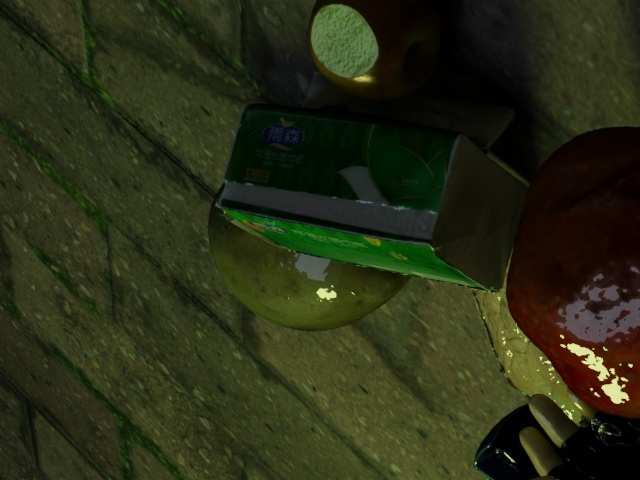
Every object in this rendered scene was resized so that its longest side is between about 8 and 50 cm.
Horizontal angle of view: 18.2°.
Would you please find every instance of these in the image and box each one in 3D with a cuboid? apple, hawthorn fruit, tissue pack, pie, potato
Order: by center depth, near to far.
[{"bbox_3d":[0.259,0.006,1.382,0.243,0.207,0.207,-29,99,46],"label":"hawthorn fruit"},{"bbox_3d":[0.048,-0.168,1.602,0.102,0.099,0.114,38,122,19],"label":"apple"},{"bbox_3d":[0.050,-0.060,1.649,0.209,0.156,0.148,12,172,32],"label":"tissue pack"},{"bbox_3d":[0.190,0.066,1.721,0.185,0.052,0.218,42,156,17],"label":"pie"},{"bbox_3d":[0.000,0.000,1.849,0.174,0.159,0.251,35,162,-28],"label":"potato"}]

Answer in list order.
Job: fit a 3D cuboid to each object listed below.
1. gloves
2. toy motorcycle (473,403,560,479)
[{"bbox_3d":[0.250,0.187,1.646,0.203,0.164,0.124,15,128,53],"label":"gloves"},{"bbox_3d":[0.250,0.251,1.792,0.331,0.125,0.196,21,142,55],"label":"toy motorcycle"}]
